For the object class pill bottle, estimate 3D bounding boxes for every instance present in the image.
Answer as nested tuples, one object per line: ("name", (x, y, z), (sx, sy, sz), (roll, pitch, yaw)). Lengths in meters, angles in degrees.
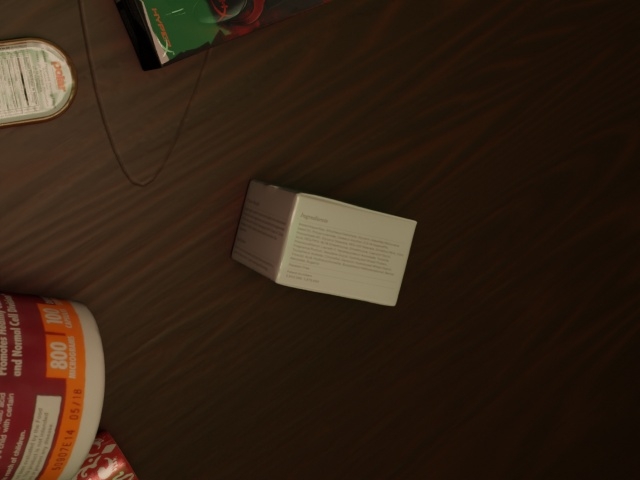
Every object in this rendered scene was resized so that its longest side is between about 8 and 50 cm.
("pill bottle", (-0.454, 0.151, 0.909), (0.392, 0.224, 0.224), (11, 94, -37))

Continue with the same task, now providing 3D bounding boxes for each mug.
("mug", (-0.332, 0.313, 1.090), (0.169, 0.113, 0.150), (-31, 112, -21))

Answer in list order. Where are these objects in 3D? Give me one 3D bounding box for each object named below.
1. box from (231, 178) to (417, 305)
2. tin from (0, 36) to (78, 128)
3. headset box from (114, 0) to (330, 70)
("box", (0.000, 0.000, 1.148), (0.181, 0.181, 0.119), (12, 94, -26))
("tin", (-0.387, -0.185, 1.022), (0.189, 0.040, 0.106), (-14, 108, -22))
("headset box", (-0.121, -0.367, 1.070), (0.293, 0.110, 0.218), (-26, 108, -19))
